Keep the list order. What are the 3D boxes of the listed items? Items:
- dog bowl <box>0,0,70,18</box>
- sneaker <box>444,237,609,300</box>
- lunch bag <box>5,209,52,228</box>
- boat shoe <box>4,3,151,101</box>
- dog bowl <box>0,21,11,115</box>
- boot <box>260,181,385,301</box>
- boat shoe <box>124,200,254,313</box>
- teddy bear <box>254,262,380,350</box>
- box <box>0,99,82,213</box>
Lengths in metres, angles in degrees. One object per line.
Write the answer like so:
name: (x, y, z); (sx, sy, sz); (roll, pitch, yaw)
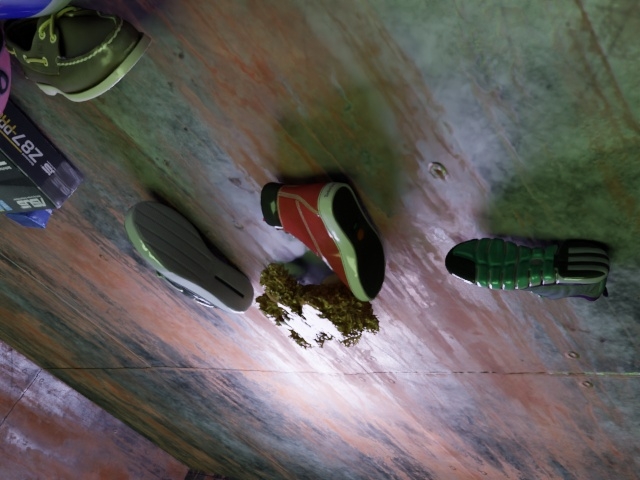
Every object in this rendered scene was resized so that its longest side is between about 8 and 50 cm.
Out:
dog bowl: (-0.365, -0.371, 0.627); (0.264, 0.104, 0.265); (16, 119, 30)
sneaker: (0.294, 0.055, 0.864); (0.223, 0.083, 0.098); (4, 145, 31)
lunch bag: (-0.671, -0.072, 1.387); (0.098, 0.065, 0.067); (5, 157, 28)
boat shoe: (-0.337, -0.261, 0.803); (0.324, 0.117, 0.097); (17, 154, 48)
dog bowl: (-0.646, -0.297, 0.887); (0.407, 0.150, 0.408); (11, 122, 18)
boot: (0.000, 0.000, 0.999); (0.176, 0.088, 0.244); (5, 138, 37)
boat shoe: (-0.284, 0.055, 1.231); (0.119, 0.121, 0.335); (-13, 132, 39)
teddy bear: (-0.010, 0.130, 1.170); (0.245, 0.113, 0.338); (35, 157, 5)
box: (-0.725, -0.195, 1.226); (0.394, 0.097, 0.318); (-1, 139, 35)
